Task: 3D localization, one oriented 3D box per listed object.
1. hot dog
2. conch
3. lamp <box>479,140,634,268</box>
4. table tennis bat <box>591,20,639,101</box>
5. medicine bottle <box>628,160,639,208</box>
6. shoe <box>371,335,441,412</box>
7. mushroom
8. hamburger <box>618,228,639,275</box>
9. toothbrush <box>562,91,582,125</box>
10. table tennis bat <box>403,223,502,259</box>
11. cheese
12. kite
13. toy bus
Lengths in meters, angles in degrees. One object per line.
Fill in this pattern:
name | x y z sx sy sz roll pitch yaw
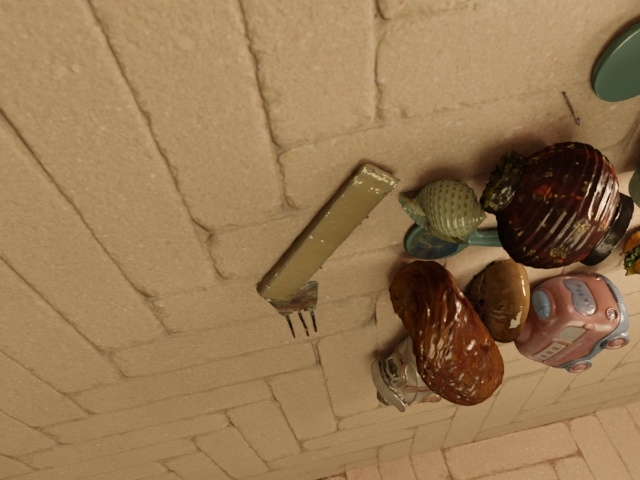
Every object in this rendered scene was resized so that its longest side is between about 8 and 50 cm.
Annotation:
hot dog | 0.283 0.214 1.116 0.174 0.267 0.387 -29 128 15
conch | 0.232 -0.055 0.898 0.102 0.153 0.135 -39 132 -10
lamp | 0.404 -0.063 0.864 0.247 0.247 0.247 -9 142 -7
table tennis bat | 0.509 -0.309 0.737 0.153 0.040 0.244 -9 146 -8
medicine bottle | 0.674 -0.185 0.844 0.158 0.158 0.318 -12 142 -3
shoe | 0.247 0.386 1.407 0.198 0.172 0.351 -11 140 1
mushroom | 0.456 0.182 1.236 0.156 0.151 0.285 -9 142 -5
hamburger | 0.825 0.020 1.198 0.190 0.093 0.164 11 137 -27
toothbrush | 0.431 -0.225 0.838 0.008 0.006 0.097 -36 137 23
table tennis bat | 0.294 -0.005 1.048 0.237 0.038 0.149 2 139 -15
cheese | -0.001 0.001 0.957 0.085 0.034 0.400 19 131 -29
kite | -0.058 0.170 1.170 0.127 0.016 0.229 -10 139 -1
toy bus | 0.640 0.213 1.313 0.232 0.197 0.294 11 138 -14
